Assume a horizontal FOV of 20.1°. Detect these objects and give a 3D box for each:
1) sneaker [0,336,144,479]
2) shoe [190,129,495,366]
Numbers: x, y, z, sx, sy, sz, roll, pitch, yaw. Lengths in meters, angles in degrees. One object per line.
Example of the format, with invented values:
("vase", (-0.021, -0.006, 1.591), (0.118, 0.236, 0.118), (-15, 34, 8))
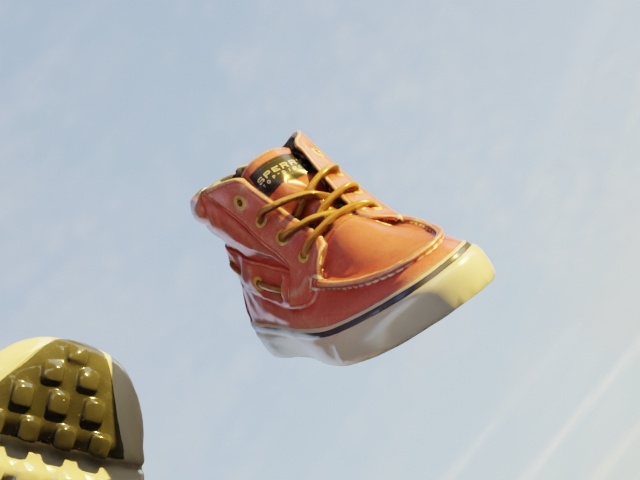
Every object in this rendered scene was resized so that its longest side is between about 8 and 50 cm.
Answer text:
("sneaker", (-0.161, 0.174, 0.760), (0.292, 0.110, 0.118), (-68, 17, 0))
("shoe", (0.000, 0.000, 0.714), (0.063, 0.081, 0.178), (-34, 8, -20))
